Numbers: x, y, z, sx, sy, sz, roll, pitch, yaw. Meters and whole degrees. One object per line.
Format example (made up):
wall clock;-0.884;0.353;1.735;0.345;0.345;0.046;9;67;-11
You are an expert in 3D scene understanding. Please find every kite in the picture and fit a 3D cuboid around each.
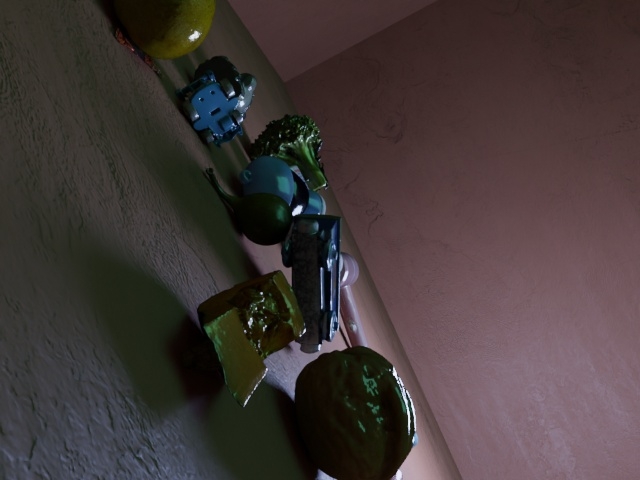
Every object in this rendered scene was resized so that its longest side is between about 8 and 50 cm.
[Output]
kite;-0.398;-0.430;1.503;0.125;0.008;0.222;65;9;15

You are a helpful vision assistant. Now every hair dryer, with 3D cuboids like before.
hair dryer;0.080;0.199;2.193;0.210;0.125;0.352;17;53;-78

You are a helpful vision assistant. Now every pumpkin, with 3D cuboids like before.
pumpkin;-0.129;0.148;1.052;0.248;0.126;0.131;-34;106;-63

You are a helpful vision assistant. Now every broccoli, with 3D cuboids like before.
broccoli;-0.105;-0.262;2.147;0.180;0.242;0.273;15;38;-50

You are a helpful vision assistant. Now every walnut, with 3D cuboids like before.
walnut;0.063;0.330;1.325;0.224;0.257;0.257;-1;59;-45

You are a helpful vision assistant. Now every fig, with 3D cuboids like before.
fig;-0.170;-0.078;1.591;0.236;0.124;0.124;34;20;-22

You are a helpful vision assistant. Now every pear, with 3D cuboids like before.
pear;-0.317;-0.490;1.489;0.209;0.209;0.209;61;8;-16

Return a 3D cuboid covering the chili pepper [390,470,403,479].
chili pepper;0.152;0.578;1.627;0.088;0.065;0.169;63;12;0

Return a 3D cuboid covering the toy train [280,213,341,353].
toy train;-0.013;0.089;1.573;0.202;0.131;0.299;-58;151;-72

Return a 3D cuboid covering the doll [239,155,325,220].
doll;-0.101;-0.113;1.834;0.314;0.141;0.177;30;46;-50

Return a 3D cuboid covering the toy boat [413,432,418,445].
toy boat;0.230;0.507;2.114;0.330;0.123;0.215;54;14;-55

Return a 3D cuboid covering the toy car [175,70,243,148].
toy car;-0.255;-0.309;1.676;0.098;0.126;0.161;48;-11;43

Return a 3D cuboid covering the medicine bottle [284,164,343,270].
medicine bottle;-0.048;-0.037;2.033;0.341;0.130;0.130;63;8;1

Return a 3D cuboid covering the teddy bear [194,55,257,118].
teddy bear;-0.255;-0.421;1.927;0.171;0.144;0.251;50;5;3
